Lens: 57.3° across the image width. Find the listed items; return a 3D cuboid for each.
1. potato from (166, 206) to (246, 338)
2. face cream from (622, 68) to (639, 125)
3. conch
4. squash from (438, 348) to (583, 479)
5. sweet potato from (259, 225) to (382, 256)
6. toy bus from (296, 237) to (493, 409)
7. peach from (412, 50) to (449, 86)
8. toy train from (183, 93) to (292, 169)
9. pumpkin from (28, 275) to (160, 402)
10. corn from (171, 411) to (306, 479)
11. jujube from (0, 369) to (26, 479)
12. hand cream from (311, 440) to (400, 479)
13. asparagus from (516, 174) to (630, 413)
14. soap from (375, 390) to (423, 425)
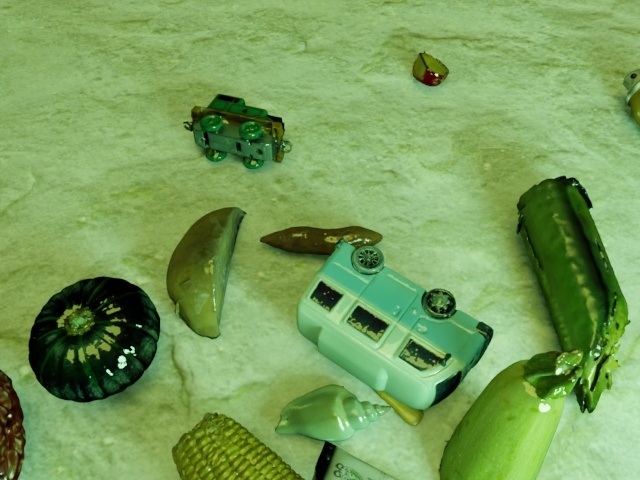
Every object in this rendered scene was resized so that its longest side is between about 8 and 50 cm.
[{"bbox_3d":[-0.210,0.026,0.996,0.120,0.100,0.261,3,58,4],"label":"potato"},{"bbox_3d":[0.692,-0.195,1.086,0.105,0.105,0.348,-21,59,-10],"label":"face cream"},{"bbox_3d":[0.019,0.251,0.866,0.180,0.065,0.088,-8,59,8],"label":"conch"},{"bbox_3d":[0.255,0.229,0.779,0.137,0.287,0.137,8,28,-4],"label":"squash"},{"bbox_3d":[0.000,0.001,1.026,0.219,0.051,0.065,0,17,2],"label":"sweet potato"},{"bbox_3d":[0.102,0.138,0.890,0.271,0.133,0.165,31,61,20],"label":"toy bus"},{"bbox_3d":[0.227,-0.360,1.243,0.083,0.050,0.077,43,46,15],"label":"peach"},{"bbox_3d":[-0.158,-0.221,1.156,0.228,0.091,0.136,12,49,10],"label":"toy train"},{"bbox_3d":[-0.349,0.148,0.905,0.202,0.140,0.202,-1,55,2],"label":"pumpkin"},{"bbox_3d":[-0.054,0.365,0.763,0.344,0.131,0.131,37,67,24],"label":"corn"},{"bbox_3d":[-0.512,0.273,0.793,0.213,0.213,0.232,-20,59,-9],"label":"jujube"},{"bbox_3d":[0.142,0.370,0.759,0.336,0.121,0.076,25,102,9],"label":"hand cream"},{"bbox_3d":[0.413,0.076,0.934,0.129,0.108,0.381,-5,60,-2],"label":"asparagus"},{"bbox_3d":[0.119,0.245,0.895,0.034,0.012,0.089,-37,64,-21],"label":"soap"}]
